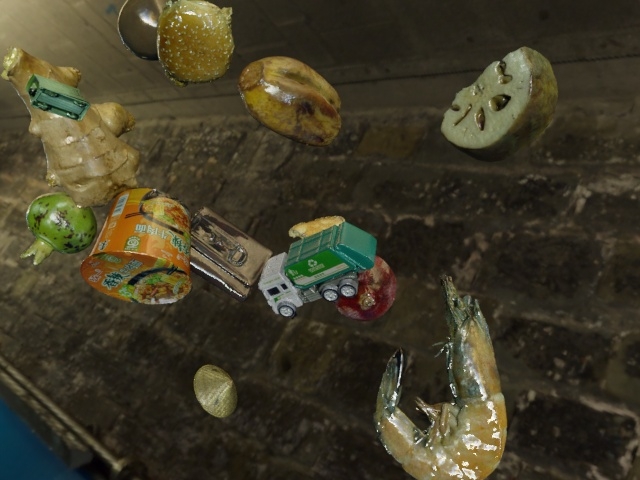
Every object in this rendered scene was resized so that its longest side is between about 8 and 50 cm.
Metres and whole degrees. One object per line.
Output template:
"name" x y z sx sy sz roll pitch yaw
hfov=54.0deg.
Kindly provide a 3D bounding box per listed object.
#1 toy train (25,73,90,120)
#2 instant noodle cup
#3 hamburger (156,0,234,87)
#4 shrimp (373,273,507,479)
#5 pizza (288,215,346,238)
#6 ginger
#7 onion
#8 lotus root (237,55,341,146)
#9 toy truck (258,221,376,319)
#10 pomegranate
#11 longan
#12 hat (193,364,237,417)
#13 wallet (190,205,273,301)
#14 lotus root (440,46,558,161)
"toy train" -0.407 -0.221 0.970 0.093 0.038 0.056 11 -146 -51
"instant noodle cup" -0.378 0.010 1.352 0.231 0.182 0.230 1 147 1
"hamburger" -0.302 -0.464 1.503 0.190 0.122 0.215 10 123 -8
"shrimp" 0.249 0.289 1.330 0.272 0.444 0.085 -2 165 13
"pizza" 0.008 0.004 1.972 0.188 0.204 0.080 57 143 43
"ginger" -0.522 -0.258 1.384 0.166 0.236 0.375 40 147 49
"onion" 0.097 0.112 1.409 0.160 0.159 0.195 31 -170 -3
"lotus root" -0.068 -0.343 1.518 0.291 0.193 0.193 18 174 -40
"toy truck" -0.004 0.058 1.267 0.254 0.114 0.124 -21 120 24
"pomegranate" -0.803 -0.034 1.917 0.211 0.263 0.211 29 162 10
"longan" -0.439 -0.558 1.632 0.189 0.189 0.189 27 162 9
"hat" -0.250 0.378 1.627 0.067 0.146 0.146 -34 123 28
"wallet" -0.247 0.033 1.595 0.229 0.181 0.049 34 146 -9
"lotus root" 0.345 -0.244 1.195 0.119 0.235 0.138 0 -129 -53
